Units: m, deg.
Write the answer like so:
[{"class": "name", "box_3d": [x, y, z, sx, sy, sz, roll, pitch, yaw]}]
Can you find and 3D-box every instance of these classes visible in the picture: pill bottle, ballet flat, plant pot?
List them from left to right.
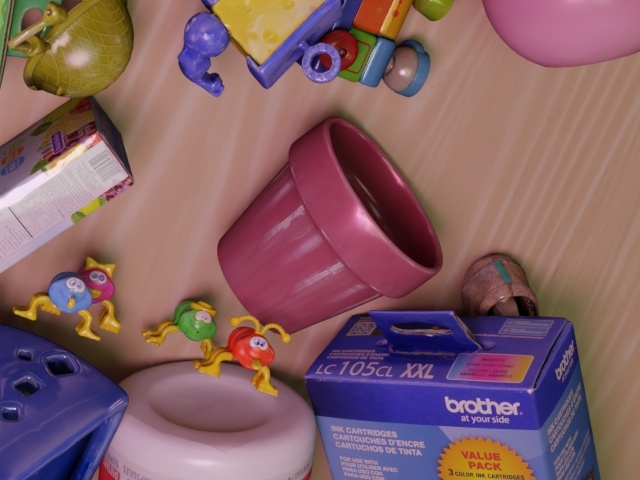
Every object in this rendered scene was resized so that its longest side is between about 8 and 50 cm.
[{"class": "plant pot", "box_3d": [-0.363, 0.203, 1.276, 0.212, 0.236, 0.236, 42, 133, 13]}, {"class": "pill bottle", "box_3d": [-0.138, 0.359, 1.436, 0.229, 0.229, 0.407, 2, 109, -15]}, {"class": "plant pot", "box_3d": [0.000, 0.000, 1.365, 0.180, 0.201, 0.201, -36, 115, 18]}, {"class": "ballet flat", "box_3d": [0.226, 0.172, 1.523, 0.108, 0.106, 0.316, -20, 114, -8]}]

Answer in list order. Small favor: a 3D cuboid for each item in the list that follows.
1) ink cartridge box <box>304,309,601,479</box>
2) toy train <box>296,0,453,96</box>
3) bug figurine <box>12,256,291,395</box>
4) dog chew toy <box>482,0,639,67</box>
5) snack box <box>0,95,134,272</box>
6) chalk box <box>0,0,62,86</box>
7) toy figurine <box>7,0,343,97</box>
[{"class": "ink cartridge box", "box_3d": [0.153, 0.230, 1.439, 0.270, 0.151, 0.395, -1, 115, 29]}, {"class": "toy train", "box_3d": [0.080, -0.272, 1.327, 0.143, 0.105, 0.248, 16, 106, -30]}, {"class": "bug figurine", "box_3d": [-0.173, 0.076, 1.329, 0.279, 0.216, 0.072, 19, 89, -19]}, {"class": "dog chew toy", "box_3d": [0.247, -0.346, 1.290, 0.207, 0.206, 0.331, -14, 105, -9]}, {"class": "snack box", "box_3d": [-0.290, -0.048, 1.273, 0.207, 0.174, 0.070, -35, 113, 0]}, {"class": "chalk box", "box_3d": [-0.351, -0.214, 1.217, 0.213, 0.132, 0.132, 7, 109, -16]}, {"class": "toy figurine", "box_3d": [-0.080, -0.211, 1.201, 0.217, 0.191, 0.362, 44, 86, -2]}]
